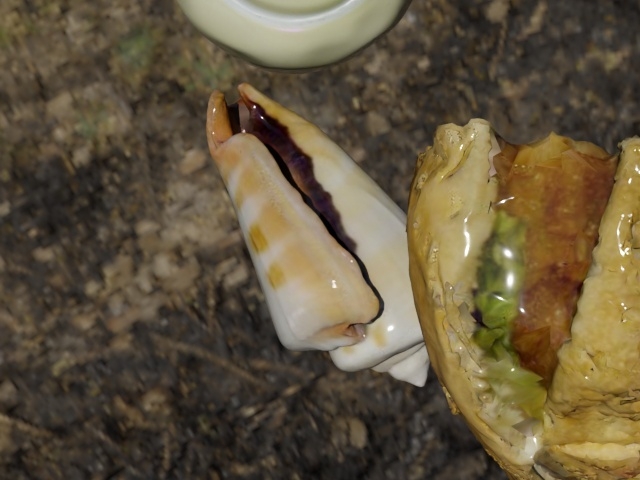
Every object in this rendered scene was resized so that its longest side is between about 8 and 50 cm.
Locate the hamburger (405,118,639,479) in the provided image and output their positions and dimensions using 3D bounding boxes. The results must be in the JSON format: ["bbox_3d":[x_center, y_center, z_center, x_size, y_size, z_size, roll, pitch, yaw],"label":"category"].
[{"bbox_3d":[0.110,0.053,0.631,0.124,0.262,0.131,7,71,29],"label":"hamburger"}]

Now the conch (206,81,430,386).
[{"bbox_3d":[-0.006,0.008,1.103,0.255,0.127,0.158,51,37,11],"label":"conch"}]

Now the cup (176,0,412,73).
[{"bbox_3d":[0.000,-0.237,0.997,0.173,0.202,0.255,25,94,-3],"label":"cup"}]
